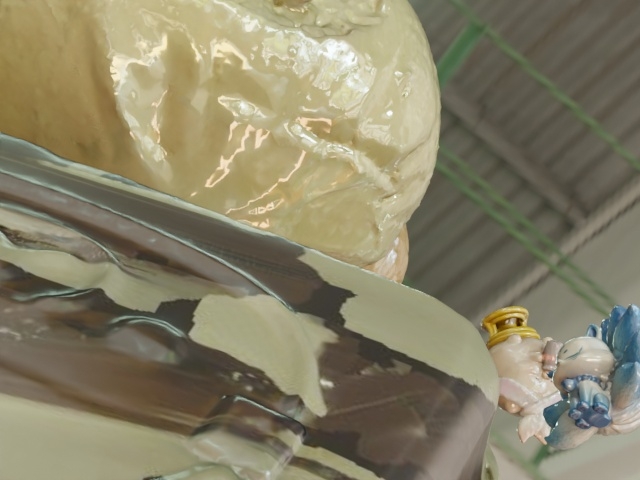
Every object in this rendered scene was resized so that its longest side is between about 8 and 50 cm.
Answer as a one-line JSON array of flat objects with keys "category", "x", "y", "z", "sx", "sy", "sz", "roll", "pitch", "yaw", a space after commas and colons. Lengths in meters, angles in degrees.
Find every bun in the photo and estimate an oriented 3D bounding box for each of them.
[{"category": "bun", "x": -0.089, "y": -0.060, "z": 1.139, "sx": 0.364, "sy": 0.202, "sz": 0.364, "roll": -3, "pitch": -43, "yaw": -3}]

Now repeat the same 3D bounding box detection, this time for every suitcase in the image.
[{"category": "suitcase", "x": -0.143, "y": 0.110, "z": 0.515, "sx": 0.352, "sy": 0.339, "sz": 0.194, "roll": 20, "pitch": -57, "yaw": 13}]

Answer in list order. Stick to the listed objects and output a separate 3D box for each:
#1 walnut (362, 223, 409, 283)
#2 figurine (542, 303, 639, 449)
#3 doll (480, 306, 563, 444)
[{"category": "walnut", "x": 0.000, "y": 0.000, "z": 1.437, "sx": 0.166, "sy": 0.166, "sz": 0.149, "roll": 24, "pitch": -32, "yaw": 16}, {"category": "figurine", "x": 0.197, "y": 0.088, "z": 1.115, "sx": 0.079, "sy": 0.114, "sz": 0.114, "roll": 22, "pitch": -33, "yaw": -12}, {"category": "doll", "x": 0.193, "y": 0.121, "z": 1.463, "sx": 0.073, "sy": 0.127, "sz": 0.084, "roll": 13, "pitch": -38, "yaw": -43}]
